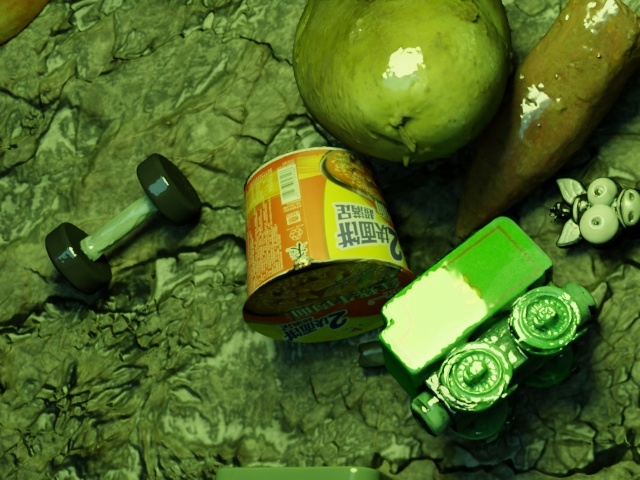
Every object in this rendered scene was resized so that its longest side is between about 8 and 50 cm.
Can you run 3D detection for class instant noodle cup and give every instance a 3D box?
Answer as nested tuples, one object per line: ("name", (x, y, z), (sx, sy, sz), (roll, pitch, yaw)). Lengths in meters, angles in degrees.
("instant noodle cup", (0.000, 0.000, 1.795), (0.213, 0.213, 0.174), (-19, 61, 17))

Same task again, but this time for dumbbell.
("dumbbell", (-0.255, -0.021, 1.957), (0.191, 0.100, 0.100), (-37, 65, 8))

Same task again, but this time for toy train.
("toy train", (0.182, 0.104, 1.706), (0.243, 0.132, 0.188), (-38, 64, -11))

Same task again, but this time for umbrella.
("umbrella", (0.107, 0.131, 1.800), (0.133, 0.031, 0.036), (-9, 84, 20))

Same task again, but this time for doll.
("doll", (0.363, -0.033, 1.719), (0.219, 0.067, 0.091), (-2, 79, 24))

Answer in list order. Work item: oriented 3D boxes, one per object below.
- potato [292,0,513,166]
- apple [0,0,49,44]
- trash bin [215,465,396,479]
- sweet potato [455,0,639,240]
("potato", (0.107, -0.215, 1.750), (0.270, 0.219, 0.359), (-42, 23, 2))
("apple", (-0.475, -0.431, 2.138), (0.254, 0.179, 0.346), (24, 85, -12))
("trash bin", (-0.022, 0.435, 1.703), (0.223, 0.158, 0.343), (-4, 68, 21))
("sweet potato", (0.257, -0.142, 1.771), (0.131, 0.131, 0.337), (47, 112, 26))
